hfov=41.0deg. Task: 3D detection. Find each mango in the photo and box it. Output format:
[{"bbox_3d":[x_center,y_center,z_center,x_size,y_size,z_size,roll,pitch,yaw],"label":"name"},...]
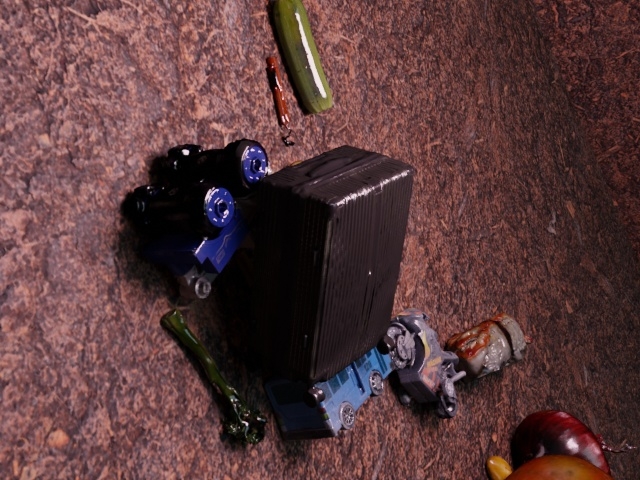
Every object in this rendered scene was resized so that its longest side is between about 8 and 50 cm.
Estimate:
[{"bbox_3d":[0.418,0.539,2.007,0.089,0.046,0.060,46,44,-33],"label":"mango"}]

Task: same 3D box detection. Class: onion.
[{"bbox_3d":[0.611,0.533,2.087,0.285,0.273,0.273,-21,99,-17],"label":"onion"}]

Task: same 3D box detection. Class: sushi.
[{"bbox_3d":[0.390,0.253,1.993,0.332,0.124,0.130,-13,80,-56],"label":"sushi"}]

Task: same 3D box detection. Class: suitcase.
[{"bbox_3d":[0.018,0.043,1.288,0.229,0.152,0.335,-28,133,-48],"label":"suitcase"}]

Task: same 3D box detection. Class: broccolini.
[{"bbox_3d":[-0.162,0.207,1.265,0.057,0.071,0.254,-39,111,-9],"label":"broccolini"}]

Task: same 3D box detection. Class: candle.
[{"bbox_3d":[-0.073,-0.253,1.553,0.026,0.021,0.167,-2,80,-77],"label":"candle"}]

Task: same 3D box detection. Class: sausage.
[{"bbox_3d":[-0.102,0.077,1.395,0.132,0.024,0.024,62,36,-21],"label":"sausage"}]

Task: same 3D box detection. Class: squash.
[{"bbox_3d":[-0.034,-0.349,1.603,0.066,0.066,0.229,-34,108,-55],"label":"squash"}]

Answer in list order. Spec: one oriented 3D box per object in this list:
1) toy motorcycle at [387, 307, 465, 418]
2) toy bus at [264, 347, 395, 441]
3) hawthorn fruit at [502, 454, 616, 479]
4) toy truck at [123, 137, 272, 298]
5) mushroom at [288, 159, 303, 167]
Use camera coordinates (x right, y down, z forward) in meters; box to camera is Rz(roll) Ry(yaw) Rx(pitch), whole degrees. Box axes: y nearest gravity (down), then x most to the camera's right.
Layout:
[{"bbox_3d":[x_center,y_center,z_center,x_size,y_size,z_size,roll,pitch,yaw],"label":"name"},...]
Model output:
[{"bbox_3d":[0.207,0.239,1.739,0.307,0.108,0.173,48,38,-41],"label":"toy motorcycle"},{"bbox_3d":[0.020,0.228,1.445,0.234,0.116,0.133,-36,107,-53],"label":"toy bus"},{"bbox_3d":[0.502,0.652,1.830,0.403,0.403,0.403,25,59,-51],"label":"hawthorn fruit"},{"bbox_3d":[-0.152,-0.036,1.228,0.213,0.161,0.177,-57,131,-35],"label":"toy truck"},{"bbox_3d":[0.002,0.000,1.572,0.068,0.043,0.306,-30,108,-30],"label":"mushroom"}]
